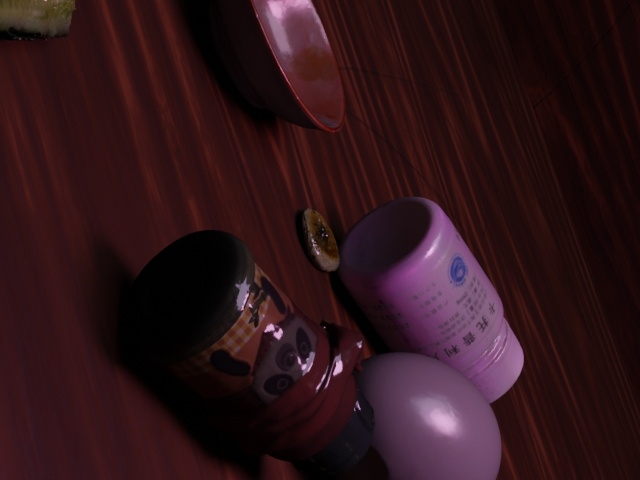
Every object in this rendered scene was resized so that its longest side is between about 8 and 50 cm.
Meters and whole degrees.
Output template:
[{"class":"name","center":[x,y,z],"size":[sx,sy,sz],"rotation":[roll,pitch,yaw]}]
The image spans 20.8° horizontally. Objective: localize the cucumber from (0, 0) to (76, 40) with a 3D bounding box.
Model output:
[{"class":"cucumber","center":[-0.267,-0.212,1.488],"size":[0.211,0.062,0.078],"rotation":[-35,136,-77]}]

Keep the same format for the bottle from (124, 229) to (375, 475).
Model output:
[{"class":"bottle","center":[-0.046,0.109,1.566],"size":[0.271,0.156,0.143],"rotation":[47,21,-37]}]

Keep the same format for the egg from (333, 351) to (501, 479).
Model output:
[{"class":"egg","center":[0.091,0.205,1.799],"size":[0.232,0.176,0.176],"rotation":[43,30,-54]}]

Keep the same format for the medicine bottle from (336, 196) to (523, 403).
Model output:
[{"class":"medicine bottle","center":[0.138,0.081,2.113],"size":[0.254,0.152,0.152],"rotation":[53,23,-32]}]

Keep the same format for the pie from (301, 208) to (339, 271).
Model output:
[{"class":"pie","center":[-0.001,-0.002,2.030],"size":[0.084,0.021,0.084],"rotation":[55,21,-34]}]

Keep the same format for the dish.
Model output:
[{"class":"dish","center":[-0.066,-0.231,2.021],"size":[0.260,0.085,0.260],"rotation":[57,20,-33]}]
